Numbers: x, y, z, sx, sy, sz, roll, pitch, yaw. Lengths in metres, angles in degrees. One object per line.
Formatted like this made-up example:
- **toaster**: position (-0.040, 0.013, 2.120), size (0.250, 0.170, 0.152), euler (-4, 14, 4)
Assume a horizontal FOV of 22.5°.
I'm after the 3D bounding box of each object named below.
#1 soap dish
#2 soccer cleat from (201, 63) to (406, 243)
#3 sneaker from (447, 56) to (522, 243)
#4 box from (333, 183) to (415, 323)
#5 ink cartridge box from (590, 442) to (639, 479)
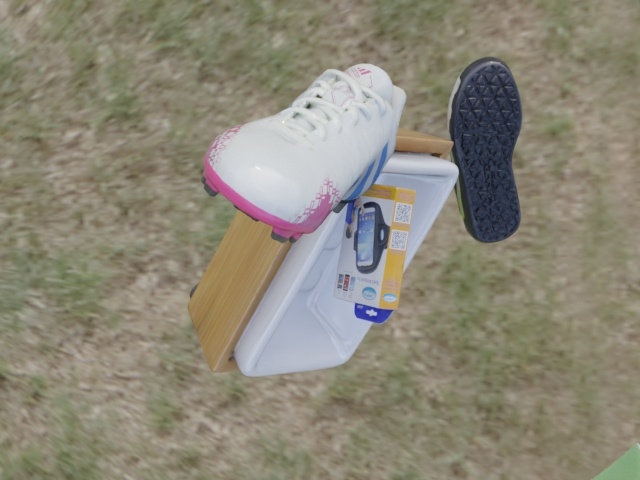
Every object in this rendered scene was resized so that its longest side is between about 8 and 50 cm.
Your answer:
- **soap dish**: position (0.000, 0.000, 1.700), size (0.229, 0.118, 0.291), euler (-1, 125, -56)
- **soccer cleat**: position (-0.005, -0.091, 1.376), size (0.116, 0.331, 0.143), euler (35, 103, 6)
- **sneaker**: position (0.174, -0.106, 1.817), size (0.084, 0.097, 0.235), euler (-9, 121, -9)
- **box**: position (0.052, 0.012, 1.602), size (0.028, 0.081, 0.136), euler (10, 90, -34)
- **ink cartridge box**: position (0.198, 0.287, 1.165), size (0.056, 0.171, 0.235), euler (8, 51, -31)
